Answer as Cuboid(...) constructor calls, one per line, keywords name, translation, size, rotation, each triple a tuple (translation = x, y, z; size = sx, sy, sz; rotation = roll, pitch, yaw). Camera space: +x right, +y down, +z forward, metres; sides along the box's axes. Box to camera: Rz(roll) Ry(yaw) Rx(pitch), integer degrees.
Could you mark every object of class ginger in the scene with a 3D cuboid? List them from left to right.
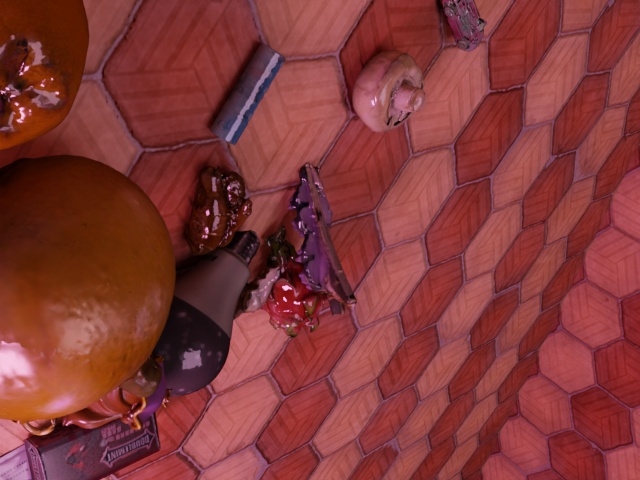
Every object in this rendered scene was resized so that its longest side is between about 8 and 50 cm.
Cuboid(name="ginger", translation=(-0.163, -0.050, 1.187), size=(0.103, 0.073, 0.162), rotation=(-13, 129, -44))

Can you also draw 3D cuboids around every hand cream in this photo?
Cuboid(name="hand cream", translation=(-0.520, 0.421, 1.229), size=(0.084, 0.053, 0.142), rotation=(-28, 129, -37))

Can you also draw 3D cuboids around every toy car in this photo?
Cuboid(name="toy car", translation=(0.270, -0.427, 1.365), size=(0.069, 0.055, 0.142), rotation=(-53, 136, -14))

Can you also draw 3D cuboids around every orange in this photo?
Cuboid(name="orange", translation=(-0.358, -0.197, 0.729), size=(0.249, 0.183, 0.248), rotation=(-32, 142, -29))

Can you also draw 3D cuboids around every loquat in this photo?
Cuboid(name="loquat", translation=(-0.324, 0.075, 0.874), size=(0.328, 0.328, 0.359), rotation=(-43, 119, -13))

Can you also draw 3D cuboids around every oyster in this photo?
Cuboid(name="oyster", translation=(-0.116, 0.097, 1.304), size=(0.122, 0.045, 0.146), rotation=(-33, 163, -15))

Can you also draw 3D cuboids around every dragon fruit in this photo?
Cuboid(name="dragon fruit", translation=(-0.053, 0.076, 1.392), size=(0.137, 0.135, 0.235), rotation=(-24, 115, -48))

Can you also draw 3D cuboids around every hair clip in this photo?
Cuboid(name="hair clip", translation=(0.000, 0.000, 1.325), size=(0.106, 0.085, 0.292), rotation=(-11, 86, -42))

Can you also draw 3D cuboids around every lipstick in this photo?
Cuboid(name="lipstick", translation=(-0.113, -0.227, 1.106), size=(0.048, 0.048, 0.157), rotation=(21, 104, -55))

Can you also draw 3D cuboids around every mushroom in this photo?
Cuboid(name="mushroom", translation=(0.132, -0.266, 1.292), size=(0.154, 0.123, 0.154), rotation=(-34, 139, -35))

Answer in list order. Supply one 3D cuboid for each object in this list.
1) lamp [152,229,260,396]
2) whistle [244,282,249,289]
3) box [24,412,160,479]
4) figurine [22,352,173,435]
Cuboid(name="lamp", translation=(-0.225, 0.115, 1.231), size=(0.182, 0.182, 0.313), rotation=(69, 32, -52))
Cuboid(name="whistle", translation=(-0.191, 0.156, 1.379), size=(0.176, 0.033, 0.033), rotation=(-49, 146, -3))
Cuboid(name="box", translation=(-0.400, 0.365, 1.269), size=(0.224, 0.069, 0.120), rotation=(-16, 108, -43))
Cuboid(name="figurine", translation=(-0.349, 0.196, 1.044), size=(0.264, 0.142, 0.189), rotation=(6, 100, -7))
